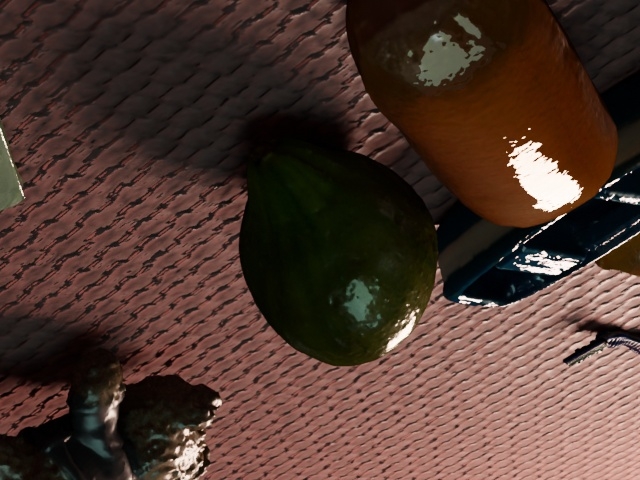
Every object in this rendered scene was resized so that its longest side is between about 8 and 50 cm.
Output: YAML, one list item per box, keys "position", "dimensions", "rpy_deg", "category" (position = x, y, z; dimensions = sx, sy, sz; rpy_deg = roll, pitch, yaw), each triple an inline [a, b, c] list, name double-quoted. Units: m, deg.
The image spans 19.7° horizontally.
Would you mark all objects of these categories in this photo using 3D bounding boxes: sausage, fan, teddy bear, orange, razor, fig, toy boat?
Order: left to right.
- position: [-0.177, -0.064, 0.963]
  dimensions: [0.038, 0.016, 0.193]
  rpy_deg: [-15, 156, -14]
  category: "fan"
- position: [-0.189, 0.161, 1.287]
  dimensions: [0.251, 0.129, 0.182]
  rpy_deg: [-7, 155, -22]
  category: "teddy bear"
- position: [0.000, 0.000, 1.098]
  dimensions: [0.123, 0.123, 0.156]
  rpy_deg: [-27, 142, 19]
  category: "fig"
- position: [0.093, -0.081, 1.007]
  dimensions: [0.105, 0.105, 0.274]
  rpy_deg: [-24, 155, 13]
  category: "sausage"
- position: [0.192, -0.049, 1.184]
  dimensions: [0.096, 0.062, 0.299]
  rpy_deg: [9, 145, -44]
  category: "toy boat"
- position: [0.267, 0.093, 1.569]
  dimensions: [0.154, 0.028, 0.044]
  rpy_deg: [10, 145, -44]
  category: "razor"
- position: [0.239, 0.000, 1.318]
  dimensions: [0.086, 0.062, 0.086]
  rpy_deg: [-16, 154, -8]
  category: "orange"
